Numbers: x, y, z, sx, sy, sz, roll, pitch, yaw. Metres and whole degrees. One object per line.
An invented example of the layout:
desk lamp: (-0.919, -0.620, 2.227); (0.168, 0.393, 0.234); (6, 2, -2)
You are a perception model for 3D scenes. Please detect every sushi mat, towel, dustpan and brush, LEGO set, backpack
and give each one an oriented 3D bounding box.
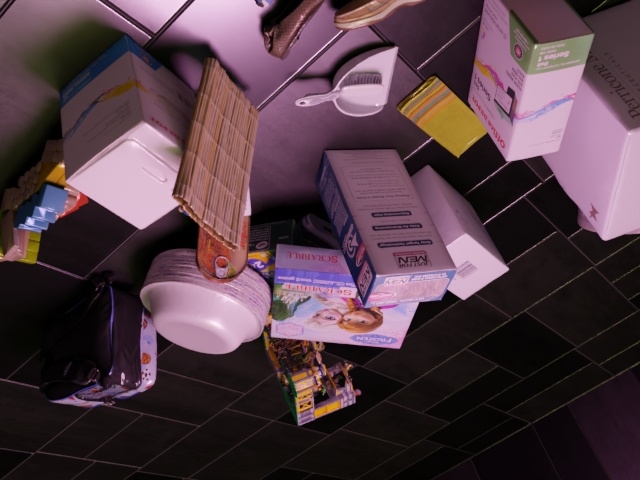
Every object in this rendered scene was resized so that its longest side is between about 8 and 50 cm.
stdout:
sushi mat: (-0.161, -0.146, 1.124); (0.019, 0.316, 0.151); (-17, 139, 26)
towel: (0.268, -0.258, 1.469); (0.102, 0.021, 0.237); (-39, 139, 23)
dustpan and brush: (0.048, -0.286, 1.305); (0.211, 0.060, 0.147); (-9, 140, -15)
LEGO set: (-0.020, 0.298, 1.783); (0.192, 0.331, 0.254); (-19, 129, -15)
backpack: (-0.510, 0.254, 1.567); (0.264, 0.276, 0.213); (-23, 142, 24)

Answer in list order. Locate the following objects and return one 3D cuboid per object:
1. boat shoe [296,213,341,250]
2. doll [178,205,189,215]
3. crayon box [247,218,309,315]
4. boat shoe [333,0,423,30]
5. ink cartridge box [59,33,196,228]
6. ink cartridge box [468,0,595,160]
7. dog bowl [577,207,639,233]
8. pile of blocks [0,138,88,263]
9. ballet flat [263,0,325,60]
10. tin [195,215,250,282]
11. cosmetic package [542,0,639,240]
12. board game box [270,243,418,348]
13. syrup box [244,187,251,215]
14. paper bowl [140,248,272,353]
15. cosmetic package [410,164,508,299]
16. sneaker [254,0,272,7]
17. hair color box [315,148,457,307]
boat shoe: (0.000, 0.000, 1.632); (0.083, 0.065, 0.183); (-33, 137, 26)
doll: (-0.258, -0.093, 1.309); (0.046, 0.189, 0.129); (-43, 170, -38)
crayon box: (-0.107, 0.087, 1.620); (0.203, 0.083, 0.323); (-9, 145, 15)
boat shoe: (0.104, -0.424, 1.173); (0.190, 0.068, 0.072); (-27, 130, -7)
ink cartridge box: (-0.306, -0.176, 1.139); (0.168, 0.232, 0.171); (-34, 140, 16)
ink cartridge box: (0.384, -0.319, 1.301); (0.117, 0.201, 0.278); (-13, 142, -8)
dog bowl: (0.783, -0.123, 1.636); (0.349, 0.349, 0.102); (-18, 103, -3)
pile of blocks: (-0.504, -0.044, 1.257); (0.362, 0.148, 0.113); (-35, 146, 29)
ballet flat: (-0.022, -0.405, 1.129); (0.058, 0.084, 0.250); (30, 127, -16)
tin: (-0.203, -0.002, 1.435); (0.106, 0.189, 0.040); (7, 157, -14)
cosmetic package: (0.687, -0.268, 1.395); (0.394, 0.329, 0.327); (-20, 142, -2)
board game box: (0.051, 0.134, 1.544); (0.319, 0.065, 0.318); (5, 145, -2)
syrup box: (-0.194, -0.149, 1.334); (0.093, 0.096, 0.236); (-12, 140, -12)
paper bowl: (-0.260, 0.150, 1.532); (0.285, 0.148, 0.284); (11, 150, 7)
cosmetic package: (0.293, -0.018, 1.602); (0.138, 0.224, 0.224); (-38, 139, 19)
sneaker: (-0.038, -0.445, 1.060); (0.081, 0.080, 0.211); (13, 132, -31)
hair color box: (0.123, -0.035, 1.406); (0.174, 0.347, 0.105); (-4, 139, -19)
